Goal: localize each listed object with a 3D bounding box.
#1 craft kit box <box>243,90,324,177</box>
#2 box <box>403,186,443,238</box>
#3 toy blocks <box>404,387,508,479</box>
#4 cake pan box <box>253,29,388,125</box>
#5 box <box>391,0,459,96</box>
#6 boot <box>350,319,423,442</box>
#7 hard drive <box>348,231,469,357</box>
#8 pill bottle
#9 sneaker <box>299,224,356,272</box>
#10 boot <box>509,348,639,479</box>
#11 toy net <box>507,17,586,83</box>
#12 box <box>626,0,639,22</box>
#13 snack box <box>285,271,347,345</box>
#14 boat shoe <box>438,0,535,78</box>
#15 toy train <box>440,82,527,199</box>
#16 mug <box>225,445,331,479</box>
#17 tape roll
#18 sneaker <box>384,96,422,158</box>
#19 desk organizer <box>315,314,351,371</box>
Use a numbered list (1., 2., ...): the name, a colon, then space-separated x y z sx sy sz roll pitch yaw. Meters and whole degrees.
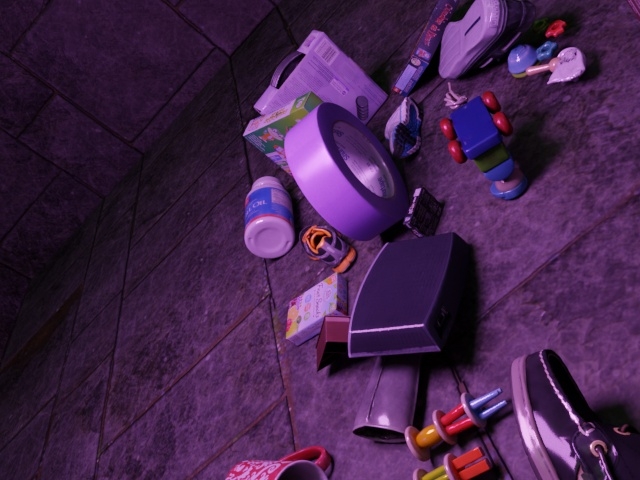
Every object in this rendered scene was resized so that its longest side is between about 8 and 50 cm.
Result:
1. craft kit box: -0.016 -0.216 1.507 0.246 0.250 0.061 -15 45 50
2. box: 0.192 -0.048 1.202 0.018 0.067 0.083 -10 51 50
3. toy blocks: 0.190 0.268 0.862 0.148 0.054 0.123 -39 31 23
4. cake pan box: 0.001 -0.347 1.612 0.246 0.267 0.070 -53 33 3
5. box: 0.256 -0.478 1.549 0.233 0.044 0.159 -63 3 -20
6. boot: 0.095 0.218 1.052 0.189 0.076 0.208 -15 51 49
7. hard drive: 0.142 0.080 1.049 0.172 0.054 0.255 -10 32 30
8. pill bottle: -0.130 -0.066 1.634 0.124 0.124 0.221 -40 30 21
9. sneaker: 0.000 0.000 1.413 0.084 0.083 0.215 -56 27 -4
10. boot: 0.359 0.206 0.598 0.284 0.138 0.377 -41 34 22
11. toy net: 0.438 -0.342 1.206 0.122 0.045 0.232 -44 31 10
12. box: 0.599 -0.328 0.854 0.191 0.143 0.381 -44 31 13
13. snack box: -0.008 0.139 1.312 0.141 0.037 0.100 -34 34 30
14. boat shoe: 0.335 -0.406 1.338 0.335 0.119 0.121 -161 72 -83
15. toy train: 0.289 -0.184 1.150 0.105 0.143 0.248 -31 29 20
16. mug: -0.063 0.407 1.054 0.169 0.150 0.113 -19 79 51
17. tape roll: 0.056 -0.137 1.283 0.090 0.275 0.275 -35 33 27
18. sneaker: 0.177 -0.237 1.450 0.083 0.071 0.191 -35 24 40
19. desk organizer: 0.022 0.185 1.145 0.130 0.047 0.050 103 169 -54
